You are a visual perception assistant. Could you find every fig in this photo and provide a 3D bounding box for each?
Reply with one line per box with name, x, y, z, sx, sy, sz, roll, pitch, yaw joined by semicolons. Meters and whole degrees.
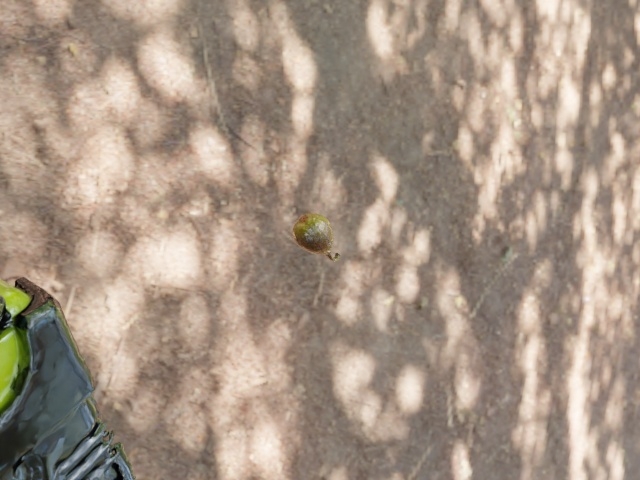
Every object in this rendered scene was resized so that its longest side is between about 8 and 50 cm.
fig;0.000;0.000;1.104;0.083;0.050;0.050;49;59;-33

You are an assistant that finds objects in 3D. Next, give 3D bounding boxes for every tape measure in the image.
tape measure;-0.169;0.087;0.411;0.112;0.186;0.199;-32;122;-34
